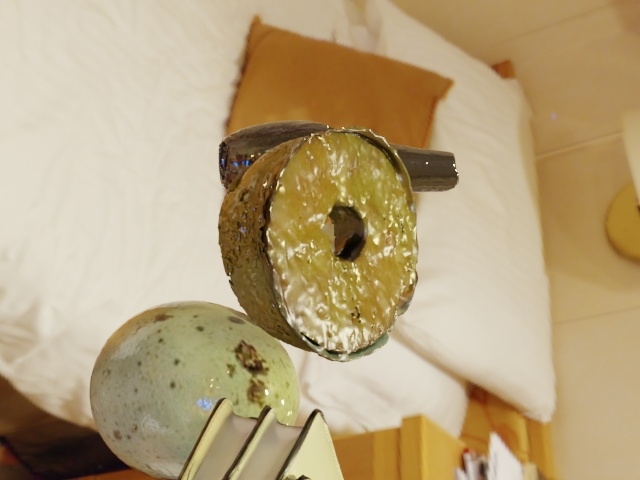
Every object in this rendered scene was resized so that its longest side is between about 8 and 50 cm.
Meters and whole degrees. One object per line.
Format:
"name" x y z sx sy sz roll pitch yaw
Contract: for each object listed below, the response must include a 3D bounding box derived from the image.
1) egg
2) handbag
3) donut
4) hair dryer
"egg" -0.196 0.234 1.447 0.287 0.379 0.288 18 67 -49
"handbag" -0.054 0.393 1.105 0.237 0.160 0.359 -58 143 -43
"donut" 0.000 0.000 1.002 0.272 0.107 0.272 3 86 -50
"hair dryer" -0.009 -0.024 1.238 0.303 0.359 0.120 0 55 -21
